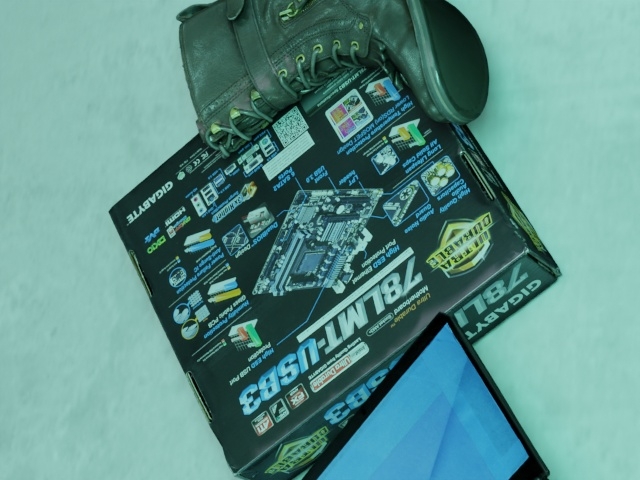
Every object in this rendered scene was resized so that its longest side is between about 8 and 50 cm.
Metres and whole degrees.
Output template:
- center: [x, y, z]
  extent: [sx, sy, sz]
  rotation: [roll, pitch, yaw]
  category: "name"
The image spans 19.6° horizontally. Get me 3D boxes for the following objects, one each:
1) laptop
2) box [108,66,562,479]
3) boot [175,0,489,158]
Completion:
- center: [0.038, 0.217, 1.292]
  extent: [0.137, 0.264, 0.234]
  rotation: [38, 122, 3]
  category: "laptop"
- center: [0.000, 0.000, 1.484]
  extent: [0.295, 0.073, 0.293]
  rotation: [-40, 56, 14]
  category: "box"
- center: [-0.001, -0.138, 1.457]
  extent: [0.229, 0.091, 0.263]
  rotation: [-37, 51, 21]
  category: "boot"
